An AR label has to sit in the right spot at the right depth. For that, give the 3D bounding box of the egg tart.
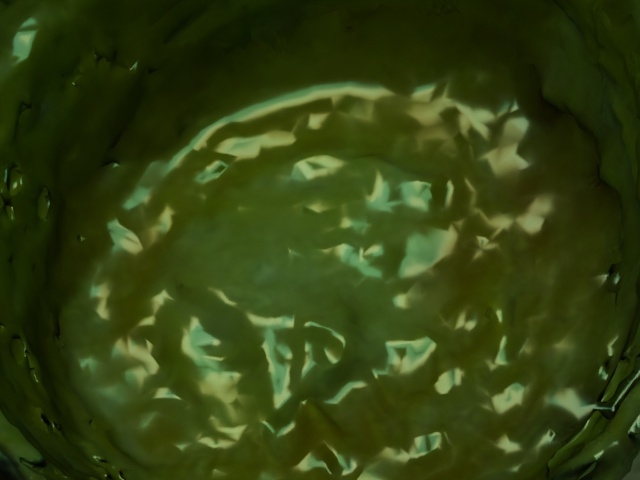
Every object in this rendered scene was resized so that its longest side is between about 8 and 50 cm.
[{"bbox_3d":[0.000,0.000,0.583,0.294,0.116,0.295,-4,117,-7],"label":"egg tart"}]
